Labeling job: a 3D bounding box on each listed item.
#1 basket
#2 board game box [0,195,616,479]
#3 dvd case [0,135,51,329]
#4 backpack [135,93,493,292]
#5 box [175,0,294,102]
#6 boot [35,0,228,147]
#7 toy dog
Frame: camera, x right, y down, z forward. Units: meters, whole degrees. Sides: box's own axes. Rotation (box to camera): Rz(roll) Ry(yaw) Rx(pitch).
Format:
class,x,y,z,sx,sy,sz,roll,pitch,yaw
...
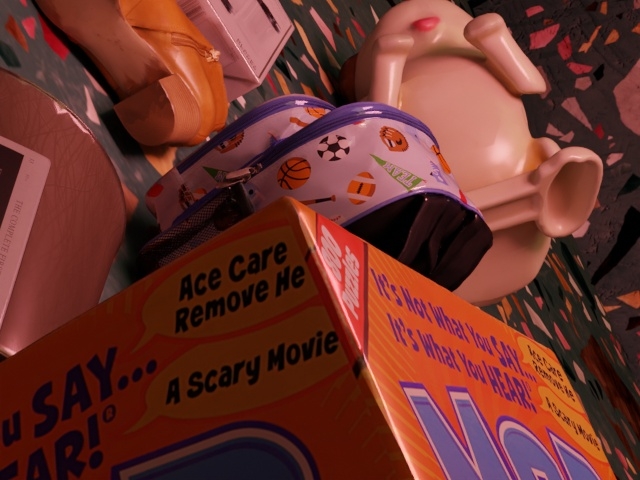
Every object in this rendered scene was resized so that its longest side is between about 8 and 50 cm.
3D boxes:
class,x,y,z,sx,sy,sz,roll,pitch,yaw
basket,-0.207,0.030,1.080,0.204,0.154,0.227,44,25,-30
board game box,-0.025,0.253,0.844,0.356,0.356,0.356,29,34,-63
dvd case,-0.265,-0.030,0.950,0.238,0.029,0.179,24,37,-14
backpack,0.000,0.000,1.593,0.276,0.263,0.213,25,38,-64
box,-0.122,-0.246,1.994,0.169,0.087,0.290,57,15,-13
boot,-0.181,-0.222,1.745,0.211,0.104,0.295,-49,116,-77
toy dog,0.184,-0.148,2.483,0.395,0.284,0.408,62,7,-58
